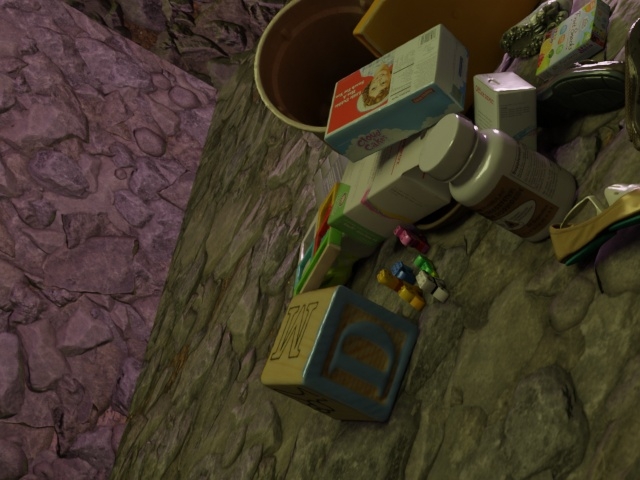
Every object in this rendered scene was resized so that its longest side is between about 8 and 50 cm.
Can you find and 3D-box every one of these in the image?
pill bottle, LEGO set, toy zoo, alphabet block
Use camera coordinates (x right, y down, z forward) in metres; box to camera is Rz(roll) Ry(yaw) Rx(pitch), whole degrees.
[{"bbox_3d":[0.276,-0.102,1.581,0.131,0.229,0.131,-51,22,30],"label":"pill bottle"},{"bbox_3d":[0.157,0.056,1.875,0.087,0.093,0.227,-55,21,19],"label":"LEGO set"},{"bbox_3d":[0.000,0.000,2.191,0.293,0.030,0.192,-83,19,-54],"label":"toy zoo"},{"bbox_3d":[0.033,0.212,1.842,0.197,0.192,0.194,-16,47,62],"label":"alphabet block"}]

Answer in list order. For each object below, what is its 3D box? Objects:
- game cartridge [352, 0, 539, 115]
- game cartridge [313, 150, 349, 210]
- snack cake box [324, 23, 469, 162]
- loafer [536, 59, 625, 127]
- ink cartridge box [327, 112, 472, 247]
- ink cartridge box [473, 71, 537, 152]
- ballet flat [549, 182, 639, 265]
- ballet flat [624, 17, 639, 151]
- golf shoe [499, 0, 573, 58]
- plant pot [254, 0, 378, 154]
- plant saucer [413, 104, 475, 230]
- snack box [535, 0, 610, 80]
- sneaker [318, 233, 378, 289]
[{"bbox_3d":[0.252,-0.440,1.950,0.324,0.285,0.052,-56,26,-11],"label":"game cartridge"},{"bbox_3d":[0.074,-0.144,2.412,0.230,0.068,0.355,-58,20,24],"label":"game cartridge"},{"bbox_3d":[0.139,-0.265,1.838,0.264,0.089,0.152,-23,44,39],"label":"snack cake box"},{"bbox_3d":[0.422,-0.257,1.636,0.084,0.096,0.267,-62,16,-17],"label":"loafer"},{"bbox_3d":[0.171,-0.143,1.949,0.353,0.119,0.207,-32,34,56],"label":"ink cartridge box"},{"bbox_3d":[0.314,-0.187,1.702,0.127,0.072,0.175,-112,15,-65],"label":"ink cartridge box"},{"bbox_3d":[0.400,-0.038,1.392,0.232,0.080,0.073,-39,68,50],"label":"ballet flat"},{"bbox_3d":[0.484,-0.231,1.482,0.058,0.084,0.250,103,178,-59],"label":"ballet flat"},{"bbox_3d":[0.420,-0.411,1.915,0.176,0.069,0.086,-29,18,53],"label":"golf shoe"},{"bbox_3d":[0.062,-0.330,2.177,0.334,0.333,0.305,-66,-21,-10],"label":"plant pot"},{"bbox_3d":[0.267,-0.138,1.941,0.278,0.041,0.278,-51,21,30],"label":"plant saucer"},{"bbox_3d":[0.447,-0.353,1.775,0.141,0.037,0.100,-32,36,54],"label":"snack box"},{"bbox_3d":[0.056,0.003,2.208,0.240,0.091,0.126,-51,21,30],"label":"sneaker"}]
